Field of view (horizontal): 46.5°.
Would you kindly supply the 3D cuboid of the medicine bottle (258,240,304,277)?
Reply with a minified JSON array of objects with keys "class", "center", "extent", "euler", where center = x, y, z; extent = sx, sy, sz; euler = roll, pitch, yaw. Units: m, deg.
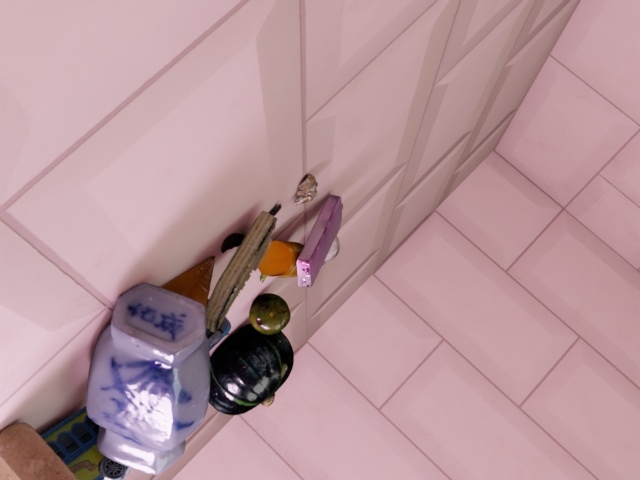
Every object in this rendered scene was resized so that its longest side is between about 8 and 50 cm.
[{"class":"medicine bottle","center":[-0.091,0.049,1.921],"extent":[0.096,0.096,0.192],"euler":[-49,169,9]}]

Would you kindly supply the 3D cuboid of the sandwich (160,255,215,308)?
[{"class":"sandwich","center":[-0.290,0.093,1.544],"extent":[0.163,0.114,0.079],"euler":[-86,-160,-45]}]

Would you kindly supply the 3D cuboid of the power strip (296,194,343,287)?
[{"class":"power strip","center":[0.000,0.000,1.950],"extent":[0.109,0.038,0.278],"euler":[87,21,-46]}]

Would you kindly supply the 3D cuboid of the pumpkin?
[{"class":"pumpkin","center":[-0.221,0.413,2.330],"extent":[0.315,0.238,0.315],"euler":[-42,171,-8]}]

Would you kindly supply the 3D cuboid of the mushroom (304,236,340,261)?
[{"class":"mushroom","center":[-0.002,0.026,2.217],"extent":[0.116,0.093,0.225],"euler":[-31,176,-6]}]

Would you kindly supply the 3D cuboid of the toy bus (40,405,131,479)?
[{"class":"toy bus","center":[-0.549,0.500,1.523],"extent":[0.312,0.190,0.152],"euler":[-33,162,-52]}]

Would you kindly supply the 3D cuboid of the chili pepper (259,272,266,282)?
[{"class":"chili pepper","center":[-0.152,0.090,2.024],"extent":[0.027,0.022,0.083],"euler":[-44,172,-22]}]

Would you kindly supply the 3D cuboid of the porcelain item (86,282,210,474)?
[{"class":"porcelain item","center":[-0.332,0.275,1.455],"extent":[0.178,0.243,0.405],"euler":[-65,175,-51]}]

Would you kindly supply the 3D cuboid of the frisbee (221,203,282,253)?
[{"class":"frisbee","center":[-0.153,-0.016,1.690],"extent":[0.187,0.012,0.211],"euler":[-45,168,-15]}]

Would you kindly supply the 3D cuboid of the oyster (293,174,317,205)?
[{"class":"oyster","center":[-0.034,-0.112,1.733],"extent":[0.080,0.038,0.083],"euler":[-45,170,0]}]

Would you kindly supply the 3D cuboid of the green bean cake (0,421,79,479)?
[{"class":"green bean cake","center":[-0.536,0.434,1.381],"extent":[0.085,0.179,0.109],"euler":[-35,162,-46]}]

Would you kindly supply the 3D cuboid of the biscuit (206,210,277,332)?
[{"class":"biscuit","center":[-0.175,0.067,1.584],"extent":[0.252,0.052,0.150],"euler":[-61,178,-23]}]

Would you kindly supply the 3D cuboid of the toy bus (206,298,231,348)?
[{"class":"toy bus","center":[-0.320,0.242,1.689],"extent":[0.246,0.113,0.134],"euler":[-44,172,-10]}]

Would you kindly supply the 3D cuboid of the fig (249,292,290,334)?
[{"class":"fig","center":[-0.154,0.218,2.226],"extent":[0.123,0.123,0.156],"euler":[-46,180,-9]}]
